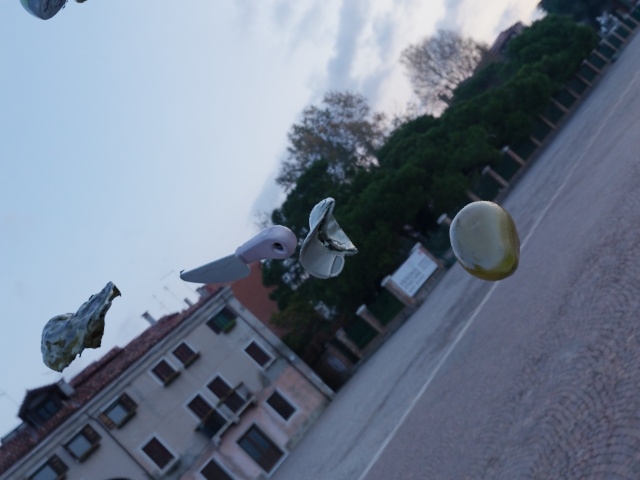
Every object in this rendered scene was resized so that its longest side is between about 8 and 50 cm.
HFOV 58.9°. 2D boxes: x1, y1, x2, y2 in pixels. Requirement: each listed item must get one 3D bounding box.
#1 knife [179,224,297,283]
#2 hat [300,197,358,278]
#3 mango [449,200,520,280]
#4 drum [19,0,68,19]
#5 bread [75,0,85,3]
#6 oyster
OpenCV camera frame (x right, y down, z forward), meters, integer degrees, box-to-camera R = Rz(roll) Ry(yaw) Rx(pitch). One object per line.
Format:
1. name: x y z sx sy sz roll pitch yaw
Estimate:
1. knife: -0.175 0.045 1.192 0.336 0.081 0.043 -22 33 39
2. hat: 0.000 0.000 1.729 0.226 0.164 0.219 -39 -56 -22
3. mango: 0.193 0.002 0.657 0.080 0.114 0.060 -18 -45 5
4. drum: -0.559 -0.551 1.235 0.130 0.049 0.253 -49 13 30
5. bread: -0.584 -0.795 1.405 0.279 0.279 0.207 -36 2 -10
6. oyster: -0.425 0.142 1.018 0.294 0.094 0.166 -44 7 40
